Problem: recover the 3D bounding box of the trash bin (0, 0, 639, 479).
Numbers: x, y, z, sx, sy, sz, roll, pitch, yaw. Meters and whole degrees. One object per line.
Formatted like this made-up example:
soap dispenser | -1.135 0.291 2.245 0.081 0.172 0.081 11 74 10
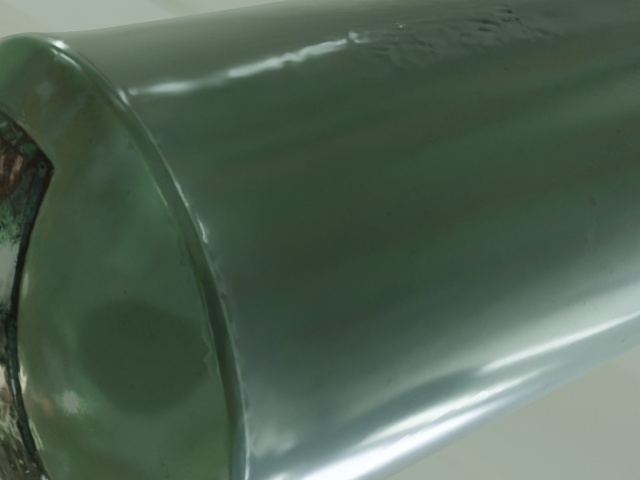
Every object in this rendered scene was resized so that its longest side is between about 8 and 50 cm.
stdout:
trash bin | 0.000 0.000 0.756 0.432 0.280 0.280 -18 -91 -32
